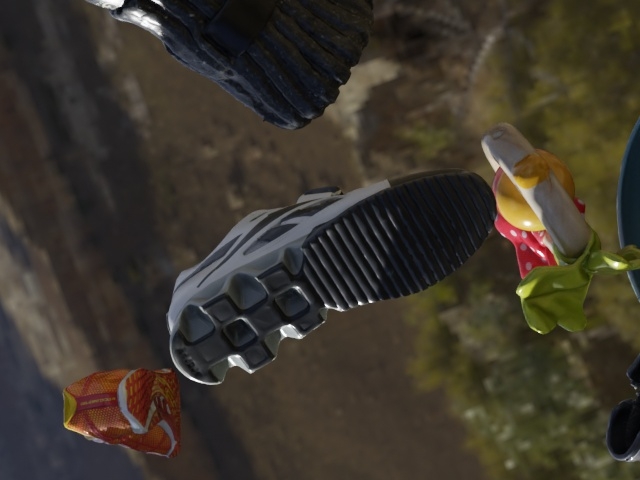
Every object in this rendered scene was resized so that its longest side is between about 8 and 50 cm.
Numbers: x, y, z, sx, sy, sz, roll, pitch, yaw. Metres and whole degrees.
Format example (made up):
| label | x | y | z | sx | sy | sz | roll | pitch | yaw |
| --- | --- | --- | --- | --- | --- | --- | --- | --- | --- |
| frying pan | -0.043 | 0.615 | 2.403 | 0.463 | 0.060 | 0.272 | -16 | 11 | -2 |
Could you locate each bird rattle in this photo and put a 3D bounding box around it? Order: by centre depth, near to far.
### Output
| label | x | y | z | sx | sy | sz | roll | pitch | yaw |
| --- | --- | --- | --- | --- | --- | --- | --- | --- | --- |
| bird rattle | 0.230 | -0.033 | 1.832 | 0.207 | 0.143 | 0.253 | 57 | -171 | -25 |

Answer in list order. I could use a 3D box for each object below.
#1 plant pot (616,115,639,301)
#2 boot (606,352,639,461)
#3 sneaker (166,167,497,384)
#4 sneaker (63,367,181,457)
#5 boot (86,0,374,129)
| label | x | y | z | sx | sy | sz | roll | pitch | yaw |
| --- | --- | --- | --- | --- | --- | --- | --- | --- | --- |
| plant pot | 0.476 | -0.031 | 1.929 | 0.293 | 0.196 | 0.293 | 11 | 102 | 61 |
| boot | 0.501 | 0.146 | 2.234 | 0.222 | 0.338 | 0.118 | 27 | 179 | -26 |
| sneaker | 0.000 | 0.000 | 1.743 | 0.146 | 0.330 | 0.122 | -108 | -7 | -57 |
| sneaker | -0.138 | 0.119 | 1.323 | 0.175 | 0.067 | 0.064 | 53 | -147 | -71 |
| boot | -0.065 | -0.279 | 1.399 | 0.131 | 0.260 | 0.348 | -14 | 56 | 61 |
